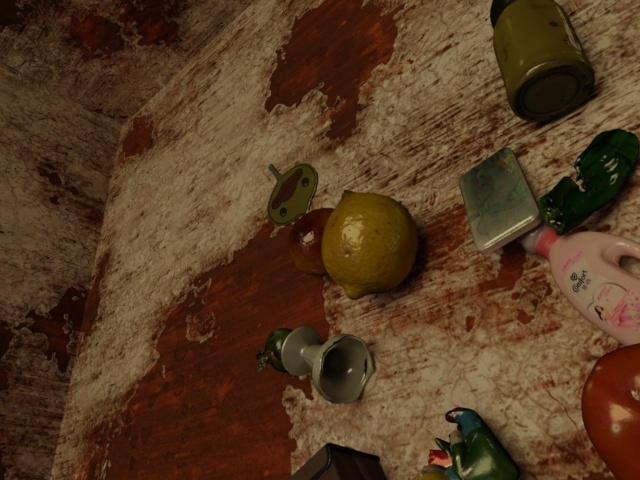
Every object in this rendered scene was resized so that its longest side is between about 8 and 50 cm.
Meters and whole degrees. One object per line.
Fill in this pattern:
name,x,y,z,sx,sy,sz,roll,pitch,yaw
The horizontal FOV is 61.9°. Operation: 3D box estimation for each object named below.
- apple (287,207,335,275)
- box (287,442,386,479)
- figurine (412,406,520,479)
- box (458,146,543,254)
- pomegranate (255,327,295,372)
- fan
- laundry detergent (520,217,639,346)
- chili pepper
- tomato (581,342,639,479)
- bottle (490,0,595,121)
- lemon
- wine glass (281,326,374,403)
apple,0.000,0.000,1.474,0.173,0.160,0.195,-21,58,11
box,0.017,0.571,1.105,0.252,0.188,0.153,-47,40,14
figurine,0.227,0.430,0.974,0.234,0.127,0.185,-44,33,7
box,0.375,-0.091,1.137,0.142,0.044,0.285,-38,26,28
pomegranate,-0.110,0.298,1.416,0.122,0.161,0.122,30,130,44
fan,-0.114,-0.175,1.782,0.229,0.011,0.335,-52,41,12
laundry detergent,0.500,0.060,0.945,0.159,0.088,0.335,-55,40,12
chili pepper,0.504,-0.109,0.996,0.253,0.099,0.083,-43,-2,-19
tomato,0.507,0.245,0.746,0.259,0.180,0.260,4,99,26
bottle,0.477,-0.449,1.193,0.171,0.171,0.351,-26,50,35
lemon,0.114,0.014,1.273,0.228,0.228,0.254,16,98,49
wine glass,0.010,0.289,1.294,0.196,0.165,0.165,10,76,56
